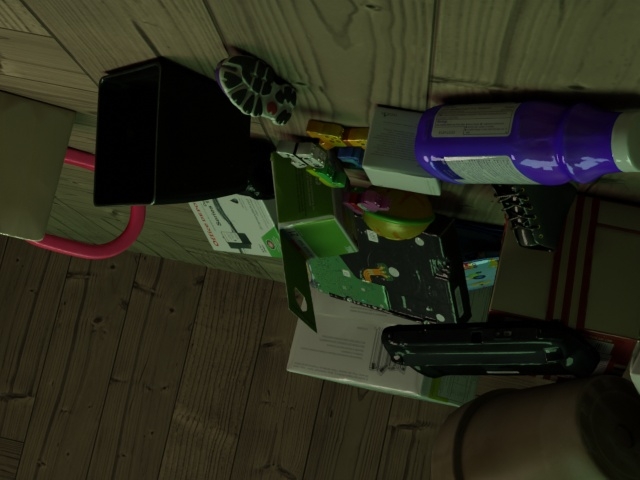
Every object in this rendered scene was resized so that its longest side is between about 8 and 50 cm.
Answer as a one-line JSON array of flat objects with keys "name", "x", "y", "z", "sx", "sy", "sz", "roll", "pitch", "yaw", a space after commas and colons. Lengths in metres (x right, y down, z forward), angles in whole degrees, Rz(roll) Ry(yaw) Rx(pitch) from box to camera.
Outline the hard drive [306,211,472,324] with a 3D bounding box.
[{"name": "hard drive", "x": 0.106, "y": 0.029, "z": 1.987, "sx": 0.339, "sy": 0.064, "sz": 0.237, "roll": 14, "pitch": 135, "yaw": 34}]

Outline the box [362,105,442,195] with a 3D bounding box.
[{"name": "box", "x": 0.116, "y": -0.118, "z": 1.443, "sx": 0.102, "sy": 0.087, "sz": 0.101, "roll": 11, "pitch": 172, "yaw": 11}]

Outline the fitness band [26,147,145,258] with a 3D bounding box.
[{"name": "fitness band", "x": -0.497, "y": -0.075, "z": 2.198, "sx": 0.291, "sy": 0.209, "sz": 0.054, "roll": 16, "pitch": 170, "yaw": -26}]

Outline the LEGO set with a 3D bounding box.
[{"name": "LEGO set", "x": 0.045, "y": -0.119, "z": 1.575, "sx": 0.093, "sy": 0.087, "sz": 0.227, "roll": 3, "pitch": 161, "yaw": 35}]

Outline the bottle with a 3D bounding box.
[{"name": "bottle", "x": 0.247, "y": -0.114, "z": 1.266, "sx": 0.283, "sy": 0.092, "sz": 0.118, "roll": 4, "pitch": 169, "yaw": 45}]

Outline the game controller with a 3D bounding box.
[{"name": "game controller", "x": 0.251, "y": 0.165, "z": 1.628, "sx": 0.319, "sy": 0.067, "sz": 0.166, "roll": -5, "pitch": 160, "yaw": 37}]

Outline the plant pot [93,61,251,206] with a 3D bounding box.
[{"name": "plant pot", "x": -0.201, "y": -0.138, "z": 1.524, "sx": 0.167, "sy": 0.188, "sz": 0.187, "roll": 2, "pitch": 179, "yaw": -37}]

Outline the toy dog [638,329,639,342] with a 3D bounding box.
[{"name": "toy dog", "x": 0.546, "y": 0.105, "z": 1.941, "sx": 0.161, "sy": 0.220, "sz": 0.333, "roll": -19, "pitch": -173, "yaw": 6}]

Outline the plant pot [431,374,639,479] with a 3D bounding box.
[{"name": "plant pot", "x": 0.377, "y": 0.342, "z": 1.656, "sx": 0.323, "sy": 0.323, "sz": 0.280, "roll": 16, "pitch": 143, "yaw": -23}]

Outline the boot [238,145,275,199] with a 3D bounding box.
[{"name": "boot", "x": -0.190, "y": -0.130, "z": 1.773, "sx": 0.207, "sy": 0.094, "sz": 0.246, "roll": 10, "pitch": 179, "yaw": 39}]

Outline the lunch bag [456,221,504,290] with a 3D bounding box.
[{"name": "lunch bag", "x": 0.300, "y": 0.036, "z": 2.132, "sx": 0.293, "sy": 0.138, "sz": 0.221, "roll": -1, "pitch": 165, "yaw": 19}]

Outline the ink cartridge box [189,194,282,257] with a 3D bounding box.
[{"name": "ink cartridge box", "x": -0.134, "y": -0.055, "z": 2.005, "sx": 0.208, "sy": 0.087, "sz": 0.153, "roll": 5, "pitch": 132, "yaw": 42}]

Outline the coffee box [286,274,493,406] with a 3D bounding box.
[{"name": "coffee box", "x": 0.177, "y": 0.183, "z": 2.494, "sx": 0.338, "sy": 0.338, "sz": 0.334, "roll": 8, "pitch": 171, "yaw": 30}]

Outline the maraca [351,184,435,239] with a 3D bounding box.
[{"name": "maraca", "x": 0.117, "y": -0.059, "z": 1.819, "sx": 0.127, "sy": 0.099, "sz": 0.186, "roll": 4, "pitch": -162, "yaw": -25}]

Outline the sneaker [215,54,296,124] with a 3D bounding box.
[{"name": "sneaker", "x": -0.094, "y": -0.187, "z": 1.375, "sx": 0.071, "sy": 0.068, "sz": 0.170, "roll": 15, "pitch": 174, "yaw": 24}]

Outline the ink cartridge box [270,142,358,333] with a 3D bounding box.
[{"name": "ink cartridge box", "x": 0.000, "y": 0.000, "z": 1.711, "sx": 0.097, "sy": 0.255, "sz": 0.189, "roll": -11, "pitch": 161, "yaw": 10}]

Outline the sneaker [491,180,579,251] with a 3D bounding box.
[{"name": "sneaker", "x": 0.275, "y": -0.059, "z": 1.497, "sx": 0.222, "sy": 0.118, "sz": 0.083, "roll": 19, "pitch": 169, "yaw": -36}]

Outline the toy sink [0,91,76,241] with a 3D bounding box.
[{"name": "toy sink", "x": -0.526, "y": -0.120, "z": 1.861, "sx": 0.153, "sy": 0.234, "sz": 0.131, "roll": 14, "pitch": 171, "yaw": -16}]

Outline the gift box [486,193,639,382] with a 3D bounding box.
[{"name": "gift box", "x": 0.394, "y": 0.056, "z": 1.673, "sx": 0.255, "sy": 0.258, "sz": 0.276, "roll": 13, "pitch": 152, "yaw": 6}]

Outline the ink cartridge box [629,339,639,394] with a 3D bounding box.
[{"name": "ink cartridge box", "x": 0.670, "y": 0.141, "z": 1.485, "sx": 0.395, "sy": 0.285, "sz": 0.166, "roll": -1, "pitch": 132, "yaw": 42}]
